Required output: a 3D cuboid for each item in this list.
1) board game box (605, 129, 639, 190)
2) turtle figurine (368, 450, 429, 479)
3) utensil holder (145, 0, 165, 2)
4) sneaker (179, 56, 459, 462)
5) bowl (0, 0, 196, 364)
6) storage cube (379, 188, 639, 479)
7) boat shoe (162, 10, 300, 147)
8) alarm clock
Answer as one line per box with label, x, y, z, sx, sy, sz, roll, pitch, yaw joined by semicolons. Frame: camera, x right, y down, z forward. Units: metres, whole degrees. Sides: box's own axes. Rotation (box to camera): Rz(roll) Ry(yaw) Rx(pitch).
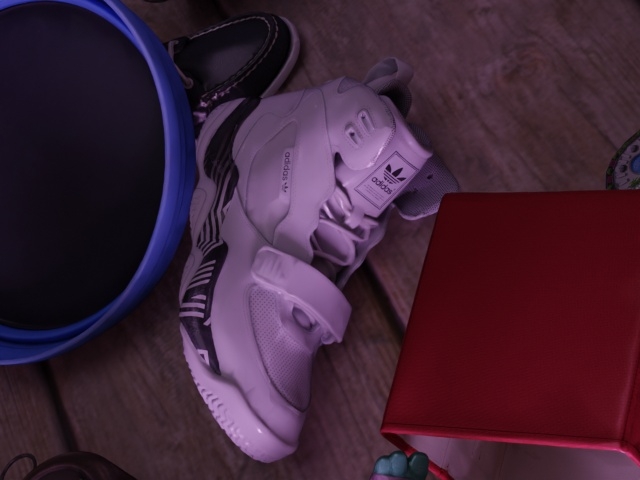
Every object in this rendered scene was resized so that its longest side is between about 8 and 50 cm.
board game box;0.294;-0.082;1.129;0.194;0.194;0.060;-41;48;7
turtle figurine;0.096;0.243;0.985;0.118;0.175;0.234;-37;31;15
utensil holder;-0.080;-0.458;1.534;0.385;0.327;0.328;-28;51;22
sneaker;0.000;0.000;1.320;0.210;0.137;0.366;-22;50;26
bowl;-0.295;-0.075;1.512;0.391;0.077;0.391;-1;89;25
storage cube;0.185;0.089;1.111;0.215;0.183;0.193;-1;62;35
boat shoe;-0.162;-0.143;1.549;0.302;0.091;0.114;-34;52;15
alarm clock;-0.211;0.225;1.242;0.129;0.064;0.192;-51;42;-6
